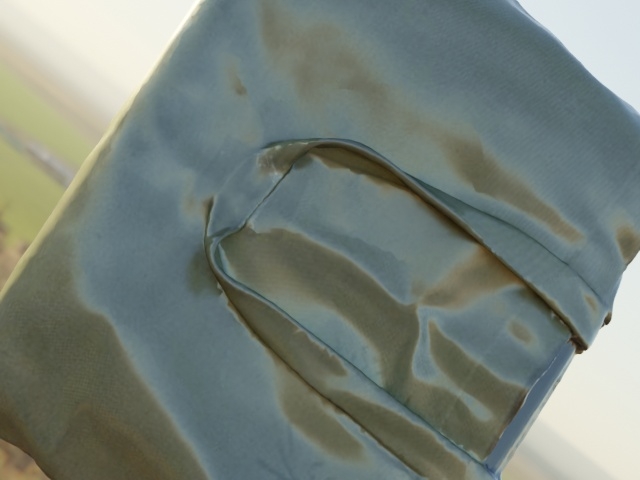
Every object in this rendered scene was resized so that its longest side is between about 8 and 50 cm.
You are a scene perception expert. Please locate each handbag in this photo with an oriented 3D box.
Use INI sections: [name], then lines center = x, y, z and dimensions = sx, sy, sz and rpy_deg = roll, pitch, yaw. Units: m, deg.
[handbag]
center = 0.001, 0.005, 0.835
dimensions = 0.253, 0.316, 0.109
rpy_deg = 35, -7, 7
